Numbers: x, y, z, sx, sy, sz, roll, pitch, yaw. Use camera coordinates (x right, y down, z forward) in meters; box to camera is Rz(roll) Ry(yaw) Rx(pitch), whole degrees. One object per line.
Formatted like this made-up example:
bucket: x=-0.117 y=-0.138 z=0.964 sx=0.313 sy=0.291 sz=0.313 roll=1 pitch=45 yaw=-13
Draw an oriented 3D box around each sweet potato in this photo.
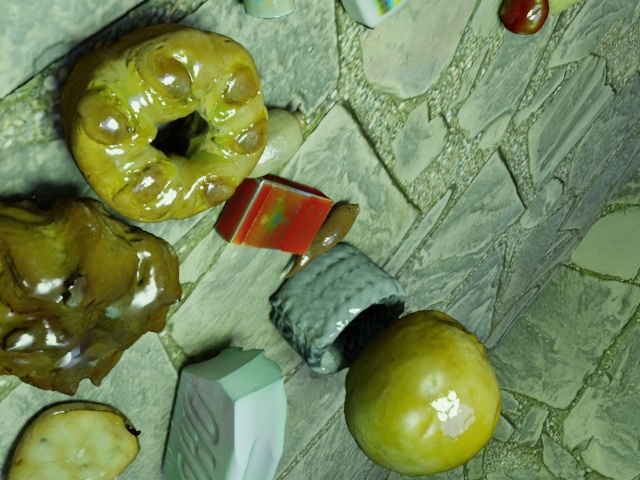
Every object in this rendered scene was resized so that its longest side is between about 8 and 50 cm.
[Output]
sweet potato: x=0.000 y=0.000 z=0.897 sx=0.195 sy=0.056 sz=0.056 roll=-44 pitch=144 yaw=-4

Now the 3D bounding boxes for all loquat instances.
loquat: x=0.177 y=0.269 z=0.904 sx=0.283 sy=0.276 sz=0.276 roll=-28 pitch=146 yaw=12

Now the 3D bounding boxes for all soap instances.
soap: x=-0.170 y=0.347 z=0.880 sx=0.114 sy=0.208 sz=0.347 roll=-10 pitch=128 yaw=-42

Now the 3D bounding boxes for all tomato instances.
tomato: x=0.370 y=-0.420 z=0.904 sx=0.075 sy=0.087 sz=0.087 roll=0 pitch=125 yaw=-14

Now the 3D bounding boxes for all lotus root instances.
lotus root: x=-0.070 y=-0.136 z=0.682 sx=0.150 sy=0.073 sz=0.062 roll=-40 pitch=-174 yaw=-15

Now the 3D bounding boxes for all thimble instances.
thimble: x=0.038 y=0.134 z=0.964 sx=0.245 sy=0.157 sz=0.217 roll=-19 pitch=133 yaw=-36

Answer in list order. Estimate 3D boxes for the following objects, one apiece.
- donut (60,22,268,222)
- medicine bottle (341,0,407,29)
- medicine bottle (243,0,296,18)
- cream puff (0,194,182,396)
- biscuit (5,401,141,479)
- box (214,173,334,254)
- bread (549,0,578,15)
donut: x=-0.165 y=-0.126 z=0.551 sx=0.226 sy=0.113 sz=0.227 roll=-29 pitch=139 yaw=-29
medicine bottle: x=0.050 y=-0.378 z=0.593 sx=0.115 sy=0.078 sz=0.219 roll=-47 pitch=144 yaw=-3
medicine bottle: x=-0.062 y=-0.350 z=0.506 sx=0.073 sy=0.074 sz=0.218 roll=-30 pitch=142 yaw=-26
cream puff: x=-0.286 y=0.056 z=0.556 sx=0.241 sy=0.155 sz=0.269 roll=-39 pitch=149 yaw=-8
biscuit: x=-0.390 y=0.343 z=0.786 sx=0.202 sy=0.041 sz=0.260 roll=-23 pitch=135 yaw=-29
box: x=-0.069 y=-0.041 z=0.785 sx=0.175 sy=0.048 sz=0.112 roll=12 pitch=113 yaw=-52
bread: x=0.459 y=-0.536 z=0.884 sx=0.265 sy=0.178 sz=0.142 roll=2 pitch=88 yaw=-51
